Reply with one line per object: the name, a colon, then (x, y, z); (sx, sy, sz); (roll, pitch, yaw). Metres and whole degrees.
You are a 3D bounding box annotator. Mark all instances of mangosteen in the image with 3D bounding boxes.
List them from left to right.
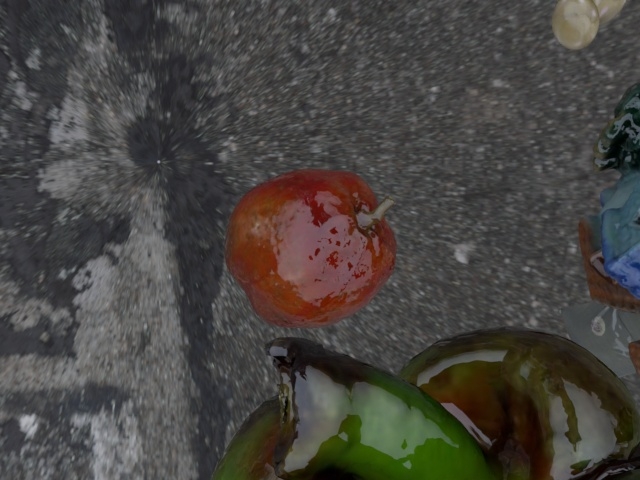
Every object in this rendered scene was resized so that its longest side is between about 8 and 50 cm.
mangosteen: (0.076, 0.187, 0.477); (0.311, 0.311, 0.311); (-1, 94, -8)

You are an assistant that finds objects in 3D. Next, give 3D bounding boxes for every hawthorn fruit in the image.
hawthorn fruit: (0.000, 0.000, 1.405); (0.205, 0.253, 0.205); (15, 62, -29)

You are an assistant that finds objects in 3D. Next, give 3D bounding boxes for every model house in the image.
model house: (0.413, 0.003, 1.393); (0.251, 0.295, 0.329); (33, 86, -21)

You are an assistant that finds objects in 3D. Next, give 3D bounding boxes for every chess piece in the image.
chess piece: (0.338, -0.335, 1.376); (0.124, 0.139, 0.307); (32, 54, -6)

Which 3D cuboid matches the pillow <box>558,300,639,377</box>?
pillow: (0.488, 0.148, 1.787); (0.059, 0.255, 0.169); (-34, 92, -36)
